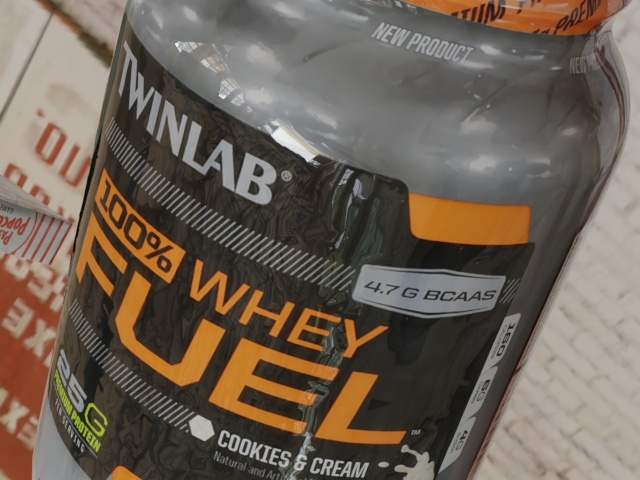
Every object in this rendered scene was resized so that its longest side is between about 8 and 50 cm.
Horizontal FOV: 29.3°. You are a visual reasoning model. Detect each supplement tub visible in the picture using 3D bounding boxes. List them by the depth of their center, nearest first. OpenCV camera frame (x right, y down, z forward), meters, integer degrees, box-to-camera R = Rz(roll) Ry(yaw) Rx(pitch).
[{"bbox_3d":[0.000,0.000,0.494,0.194,0.316,0.193,13,-151,-7],"label":"supplement tub"}]

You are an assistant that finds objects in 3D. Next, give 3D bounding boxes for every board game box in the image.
[{"bbox_3d":[-0.324,-0.054,1.027,0.193,0.045,0.147,31,-176,33],"label":"board game box"}]
